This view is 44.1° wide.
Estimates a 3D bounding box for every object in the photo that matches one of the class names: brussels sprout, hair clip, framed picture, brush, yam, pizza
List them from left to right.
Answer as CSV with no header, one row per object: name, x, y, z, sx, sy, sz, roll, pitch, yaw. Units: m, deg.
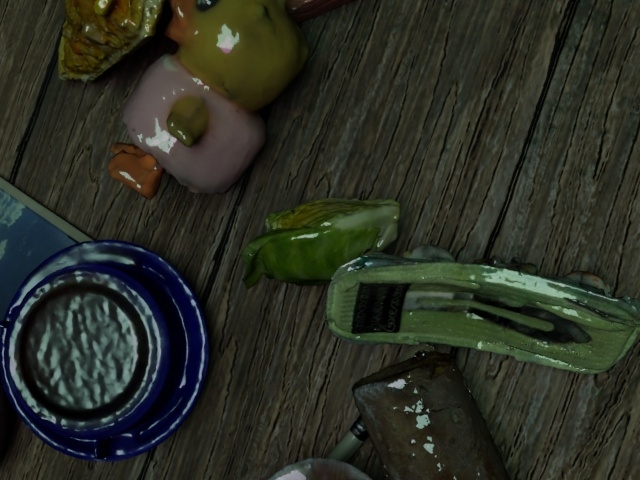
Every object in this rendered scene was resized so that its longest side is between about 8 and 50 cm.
framed picture,-0.431,0.018,1.034,0.260,0.023,0.189,33,90,13
pizza,-0.241,-0.333,0.935,0.087,0.268,0.257,19,76,-28
brussels sprout,0.002,0.003,0.882,0.181,0.139,0.100,-4,92,8
brush,0.036,0.234,0.906,0.042,0.039,0.299,39,95,11
yam,0.138,0.255,0.823,0.131,0.131,0.279,-23,90,10
hair clip,0.170,0.062,0.845,0.322,0.138,0.091,9,48,2

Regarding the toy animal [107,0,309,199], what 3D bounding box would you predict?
toy animal,-0.121,-0.177,0.899,0.169,0.195,0.281,23,107,-17

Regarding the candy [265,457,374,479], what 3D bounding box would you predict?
candy,-0.003,0.374,0.808,0.215,0.157,0.289,1,72,-3

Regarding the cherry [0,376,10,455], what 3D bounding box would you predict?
cherry,-0.469,0.225,0.963,0.176,0.140,0.176,0,92,-1

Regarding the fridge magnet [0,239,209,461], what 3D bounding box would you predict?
fridge magnet,-0.262,0.130,0.939,0.266,0.113,0.265,-1,85,8

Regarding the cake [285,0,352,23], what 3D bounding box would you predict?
cake,-0.042,-0.320,0.942,0.226,0.090,0.109,-19,88,12
